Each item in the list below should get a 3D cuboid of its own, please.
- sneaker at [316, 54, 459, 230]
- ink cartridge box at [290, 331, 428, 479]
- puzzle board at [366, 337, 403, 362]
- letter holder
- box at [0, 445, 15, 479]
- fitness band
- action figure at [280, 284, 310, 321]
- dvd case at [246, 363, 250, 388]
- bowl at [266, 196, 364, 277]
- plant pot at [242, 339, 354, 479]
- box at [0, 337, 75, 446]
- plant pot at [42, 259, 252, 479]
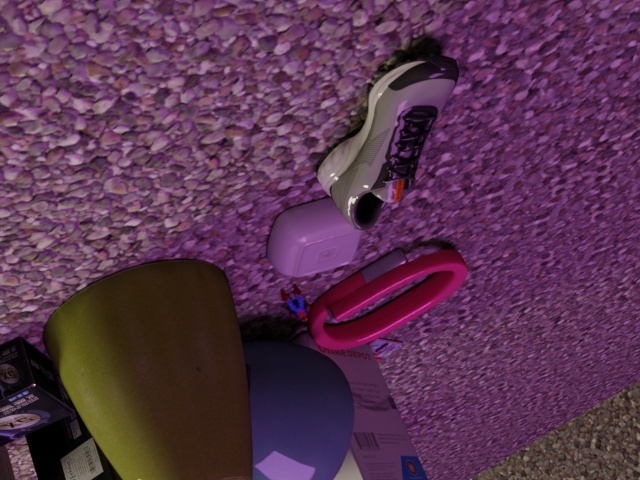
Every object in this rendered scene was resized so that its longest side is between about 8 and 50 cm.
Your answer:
[{"bbox_3d":[0.095,-0.118,1.223,0.100,0.108,0.271,-4,145,-33],"label":"sneaker"},{"bbox_3d":[0.043,0.334,1.775,0.129,0.307,0.223,-35,152,24],"label":"ink cartridge box"},{"bbox_3d":[0.091,0.231,1.960,0.128,0.011,0.096,-39,151,24],"label":"puzzle board"},{"bbox_3d":[-0.311,0.409,1.612,0.152,0.301,0.214,-37,152,21],"label":"letter holder"},{"bbox_3d":[-0.565,0.376,1.507,0.127,0.148,0.232,-25,153,1],"label":"box"},{"bbox_3d":[0.113,0.099,1.692,0.291,0.054,0.209,-31,153,13],"label":"fitness band"},{"bbox_3d":[-0.037,0.107,1.609,0.038,0.030,0.115,-30,156,-3],"label":"action figure"},{"bbox_3d":[-0.182,0.316,1.469,0.180,0.253,0.022,-20,144,30],"label":"dvd case"},{"bbox_3d":[0.000,0.000,1.416,0.142,0.053,0.142,-14,151,-19],"label":"bowl"},{"bbox_3d":[-0.120,0.278,1.598,0.290,0.290,0.195,-35,137,19],"label":"plant pot"},{"bbox_3d":[-0.462,0.227,1.403,0.180,0.077,0.147,-24,154,-3],"label":"box"},{"bbox_3d":[-0.205,0.222,1.374,0.275,0.293,0.274,-20,153,-11],"label":"plant pot"}]
